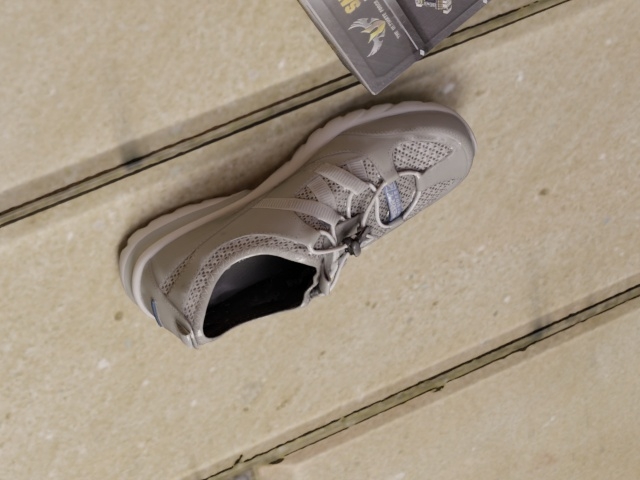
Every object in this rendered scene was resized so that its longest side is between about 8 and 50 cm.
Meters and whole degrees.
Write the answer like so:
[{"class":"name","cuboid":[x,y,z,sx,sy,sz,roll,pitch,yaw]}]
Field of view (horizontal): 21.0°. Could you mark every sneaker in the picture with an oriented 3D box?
[{"class":"sneaker","cuboid":[0.000,0.000,1.257,0.281,0.115,0.105,-30,133,-8]}]

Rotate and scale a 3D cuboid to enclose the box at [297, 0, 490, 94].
[{"class":"box","cuboid":[0.044,-0.234,1.153,0.183,0.056,0.231,-39,133,1]}]
